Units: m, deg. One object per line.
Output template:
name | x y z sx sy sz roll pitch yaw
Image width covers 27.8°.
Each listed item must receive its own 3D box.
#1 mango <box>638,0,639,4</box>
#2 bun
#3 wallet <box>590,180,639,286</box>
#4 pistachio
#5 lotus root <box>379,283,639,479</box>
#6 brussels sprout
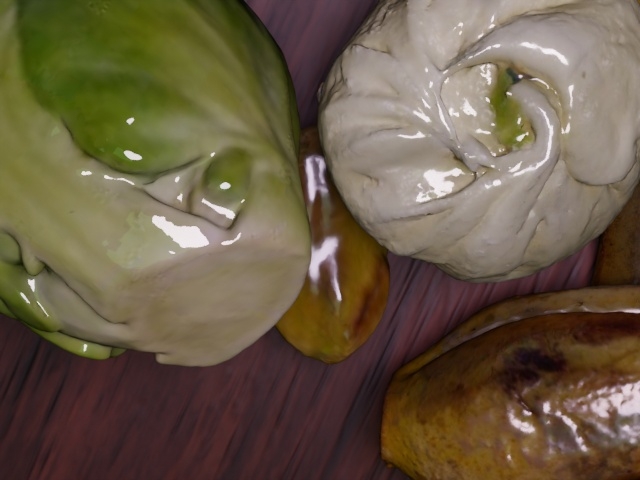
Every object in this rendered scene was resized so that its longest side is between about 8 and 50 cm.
mango | 0.282 -0.227 0.990 0.195 0.098 0.137 -27 105 8
bun | 0.128 -0.085 0.916 0.259 0.160 0.259 -2 105 -8
wallet | 0.297 -0.053 1.030 0.137 0.031 0.255 1 118 -7
pistachio | -0.003 0.002 1.028 0.110 0.100 0.189 -4 99 19
lotus root | 0.187 0.119 1.011 0.291 0.193 0.193 -14 102 14
brussels sprout | -0.153 -0.069 0.897 0.281 0.289 0.354 -41 61 2
